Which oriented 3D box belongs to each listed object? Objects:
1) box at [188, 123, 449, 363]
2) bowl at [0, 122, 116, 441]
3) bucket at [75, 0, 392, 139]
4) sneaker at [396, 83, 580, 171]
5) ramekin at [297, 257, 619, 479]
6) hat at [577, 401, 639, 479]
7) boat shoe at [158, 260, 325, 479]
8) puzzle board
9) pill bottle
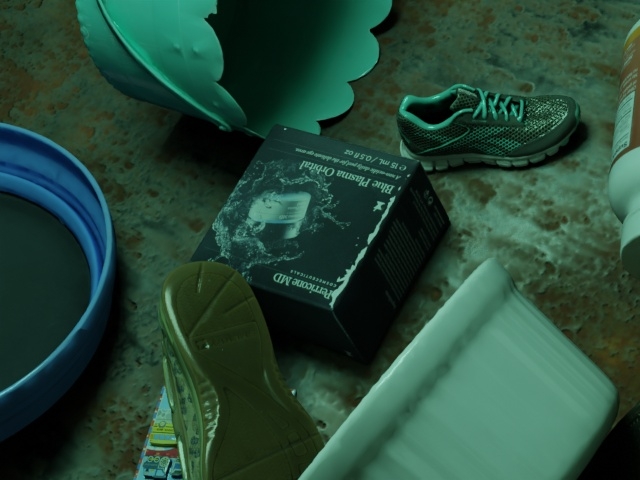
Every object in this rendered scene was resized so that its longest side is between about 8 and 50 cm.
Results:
[{"bbox_3d":[0.000,0.000,1.340,0.156,0.093,0.158,16,65,32],"label":"box"},{"bbox_3d":[-0.375,0.046,1.418,0.391,0.077,0.391,-3,46,3],"label":"bowl"},{"bbox_3d":[-0.081,-0.235,1.442,0.183,0.281,0.281,11,61,33],"label":"bucket"},{"bbox_3d":[0.141,-0.105,1.363,0.166,0.076,0.065,-9,54,17],"label":"sneaker"},{"bbox_3d":[0.080,0.159,1.071,0.135,0.277,0.277,39,75,7],"label":"ramekin"},{"bbox_3d":[0.193,0.241,0.965,0.331,0.134,0.331,-28,54,46],"label":"hat"},{"bbox_3d":[-0.064,0.157,1.250,0.104,0.089,0.285,-6,62,-21],"label":"boat shoe"},{"bbox_3d":[-0.090,0.164,1.312,0.128,0.011,0.096,0,56,23],"label":"puzzle board"},{"bbox_3d":[0.294,-0.074,1.244,0.121,0.121,0.216,-2,56,22],"label":"pill bottle"}]
